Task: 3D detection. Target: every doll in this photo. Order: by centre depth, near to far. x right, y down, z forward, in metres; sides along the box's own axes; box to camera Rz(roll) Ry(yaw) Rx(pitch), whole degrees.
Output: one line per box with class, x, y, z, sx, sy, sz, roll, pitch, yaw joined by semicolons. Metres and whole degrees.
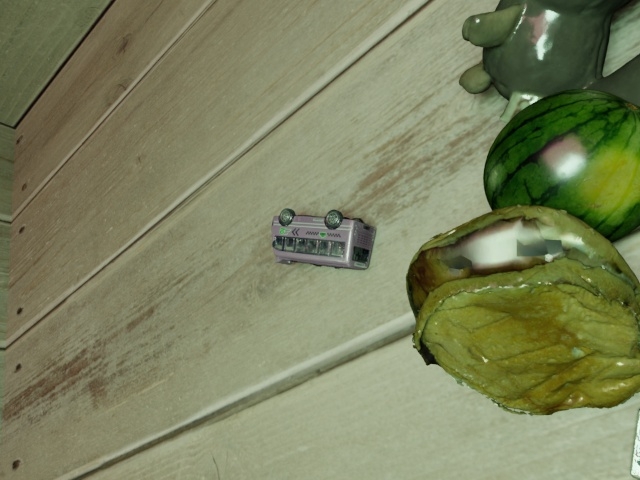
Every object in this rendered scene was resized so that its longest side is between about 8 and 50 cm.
doll;0.390;-0.325;0.589;0.378;0.252;0.382;31;135;19

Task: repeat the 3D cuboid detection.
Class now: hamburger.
hamburger;0.249;0.091;0.577;0.265;0.285;0.134;-25;29;29

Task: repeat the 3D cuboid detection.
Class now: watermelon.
watermelon;0.297;-0.071;0.580;0.204;0.127;0.232;54;138;7

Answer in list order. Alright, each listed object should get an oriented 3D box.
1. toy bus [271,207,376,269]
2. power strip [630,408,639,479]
toy bus;0.000;0.000;0.888;0.199;0.096;0.108;5;85;36
power strip;0.400;0.248;0.553;0.040;0.016;0.090;7;82;39
